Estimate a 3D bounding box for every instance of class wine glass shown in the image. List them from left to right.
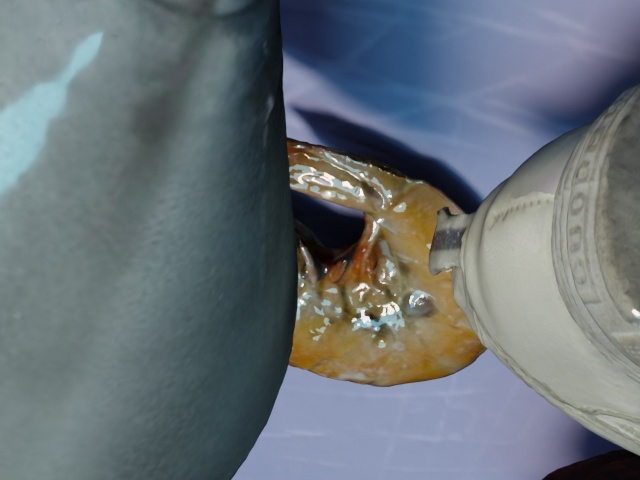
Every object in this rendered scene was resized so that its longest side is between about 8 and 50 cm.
[{"bbox_3d":[-0.019,-0.093,0.414,0.267,0.267,0.406,35,141,-16],"label":"wine glass"}]

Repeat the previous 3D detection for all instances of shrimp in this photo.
[{"bbox_3d":[0.000,-0.002,0.714,0.187,0.051,0.132,32,128,-22],"label":"shrimp"}]

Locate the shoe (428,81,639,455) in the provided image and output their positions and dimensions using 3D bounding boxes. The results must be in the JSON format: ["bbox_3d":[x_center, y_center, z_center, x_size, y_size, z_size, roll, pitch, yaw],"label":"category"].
[{"bbox_3d":[0.200,0.036,0.569,0.342,0.132,0.210,19,171,-17],"label":"shoe"}]

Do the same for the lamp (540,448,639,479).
[{"bbox_3d":[0.154,0.207,0.727,0.247,0.247,0.247,17,147,11],"label":"lamp"}]
